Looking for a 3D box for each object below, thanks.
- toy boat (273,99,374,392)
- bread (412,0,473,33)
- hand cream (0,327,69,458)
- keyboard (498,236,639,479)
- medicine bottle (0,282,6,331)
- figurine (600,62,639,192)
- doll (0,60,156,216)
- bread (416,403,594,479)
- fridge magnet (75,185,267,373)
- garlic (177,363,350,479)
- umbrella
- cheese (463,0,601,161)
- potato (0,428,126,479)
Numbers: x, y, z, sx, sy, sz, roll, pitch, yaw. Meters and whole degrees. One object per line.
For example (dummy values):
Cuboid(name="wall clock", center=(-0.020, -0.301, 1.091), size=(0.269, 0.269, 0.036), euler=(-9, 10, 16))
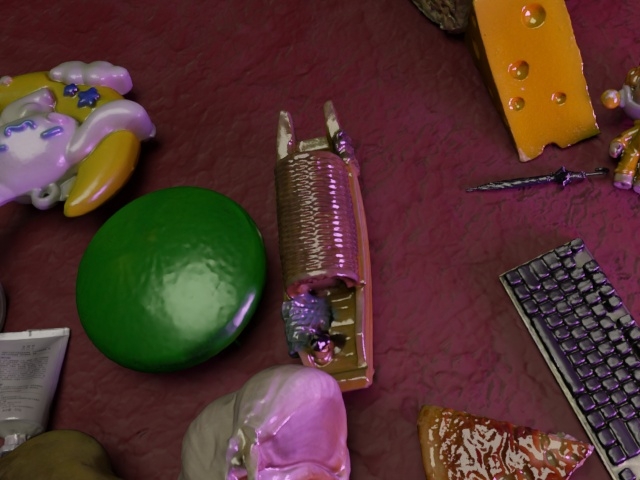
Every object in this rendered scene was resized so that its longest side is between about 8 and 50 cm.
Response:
Cuboid(name="toy boat", center=(0.000, 0.000, 0.788), size=(0.089, 0.115, 0.310), euler=(-8, 64, 9))
Cuboid(name="bread", center=(0.201, -0.428, 0.879), size=(0.315, 0.248, 0.279), euler=(-41, 65, -13))
Cuboid(name="hand cream", center=(-0.311, 0.159, 0.823), size=(0.084, 0.053, 0.142), euler=(-3, 54, -4))
Cuboid(name="keyboard", center=(0.279, 0.139, 0.711), size=(0.106, 0.027, 0.317), euler=(-25, 62, 0))
Cuboid(name="medicine bottle", center=(-0.456, 0.077, 0.867), size=(0.188, 0.088, 0.132), euler=(-3, 64, 12))
Cuboid(name="figurine", center=(0.343, -0.120, 0.802), size=(0.101, 0.068, 0.143), euler=(-8, 76, 13))
Cuboid(name="doll", center=(-0.318, -0.111, 0.910), size=(0.252, 0.111, 0.237), euler=(-14, 59, -7))
Cuboid(name="bread", center=(0.151, 0.223, 0.683), size=(0.154, 0.054, 0.136), euler=(6, 65, 21))
Cuboid(name="fridge magnet", center=(-0.155, 0.039, 0.819), size=(0.208, 0.088, 0.208), euler=(-5, 63, 10))
Cuboid(name="garlic", center=(-0.063, 0.213, 0.673), size=(0.142, 0.178, 0.230), euler=(12, 83, 33))
Cuboid(name="umbrella", center=(0.227, -0.062, 0.822), size=(0.148, 0.022, 0.022), euler=(-10, 21, 8))
Cuboid(name="cheese", center=(0.230, -0.177, 0.852), size=(0.093, 0.126, 0.171), euler=(-20, 83, 4))
Cuboid(name="potato", center=(-0.275, 0.312, 0.689), size=(0.191, 0.141, 0.296), euler=(25, 75, 24))
